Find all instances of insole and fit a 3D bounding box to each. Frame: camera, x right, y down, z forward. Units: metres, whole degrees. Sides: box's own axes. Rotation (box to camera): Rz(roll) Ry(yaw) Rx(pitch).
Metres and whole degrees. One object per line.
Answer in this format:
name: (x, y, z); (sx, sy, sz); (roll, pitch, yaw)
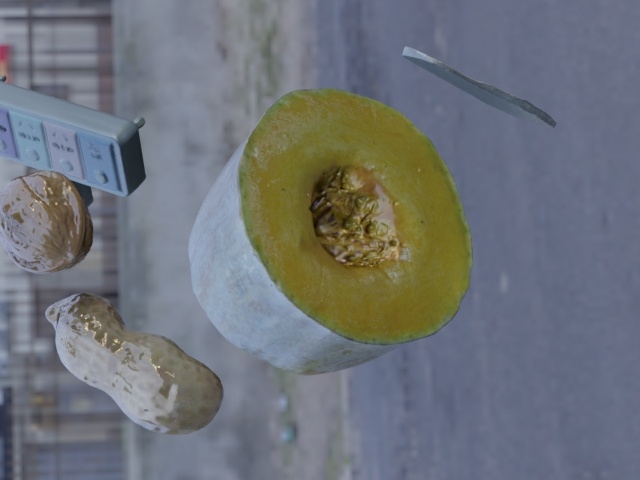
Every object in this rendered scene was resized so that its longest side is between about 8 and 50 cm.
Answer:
insole: (0.145, -0.137, 1.653); (0.063, 0.192, 0.010); (19, 87, 47)

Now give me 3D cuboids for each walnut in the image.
walnut: (-0.288, -0.018, 1.919); (0.124, 0.105, 0.105); (46, 148, 32)

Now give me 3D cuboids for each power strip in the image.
power strip: (-0.295, -0.099, 2.104); (0.061, 0.215, 0.145); (-47, -34, -40)

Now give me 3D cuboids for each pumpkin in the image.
pumpkin: (0.000, 0.000, 2.193); (0.199, 0.332, 0.332); (-37, 51, 52)

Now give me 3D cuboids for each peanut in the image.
peanut: (-0.202, 0.126, 1.911); (0.104, 0.227, 0.086); (-23, -41, -57)
